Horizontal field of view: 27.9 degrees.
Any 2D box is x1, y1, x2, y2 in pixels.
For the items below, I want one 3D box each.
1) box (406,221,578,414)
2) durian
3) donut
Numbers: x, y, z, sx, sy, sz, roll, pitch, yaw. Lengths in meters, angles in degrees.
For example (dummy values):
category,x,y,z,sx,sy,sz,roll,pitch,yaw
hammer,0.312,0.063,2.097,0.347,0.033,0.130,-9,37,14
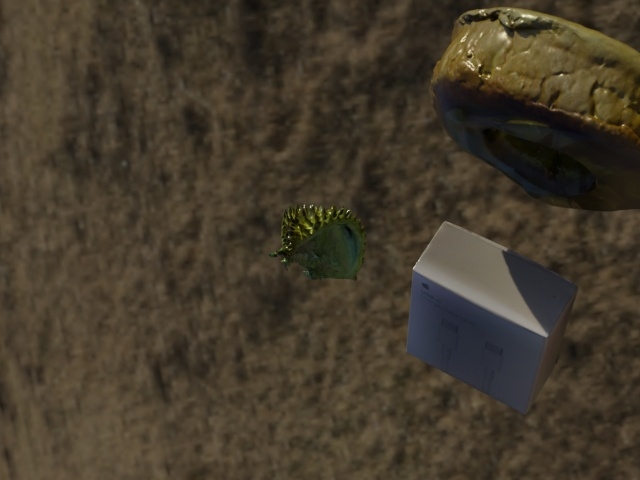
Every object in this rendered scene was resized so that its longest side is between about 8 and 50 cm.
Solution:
category,x,y,z,sx,sy,sz,roll,pitch,yaw
box,0.232,0.110,1.787,0.203,0.106,0.252,28,152,17
durian,0.000,0.000,1.691,0.086,0.215,0.100,1,80,33
donut,0.286,-0.144,1.560,0.160,0.330,0.330,-63,22,-8
